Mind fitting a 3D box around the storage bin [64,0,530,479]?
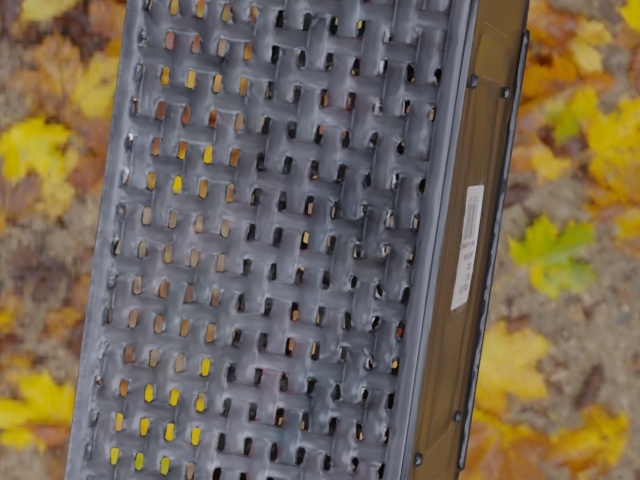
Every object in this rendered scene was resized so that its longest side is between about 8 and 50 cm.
[{"bbox_3d":[0.000,0.000,0.445,0.084,0.122,0.180,10,95,12],"label":"storage bin"}]
